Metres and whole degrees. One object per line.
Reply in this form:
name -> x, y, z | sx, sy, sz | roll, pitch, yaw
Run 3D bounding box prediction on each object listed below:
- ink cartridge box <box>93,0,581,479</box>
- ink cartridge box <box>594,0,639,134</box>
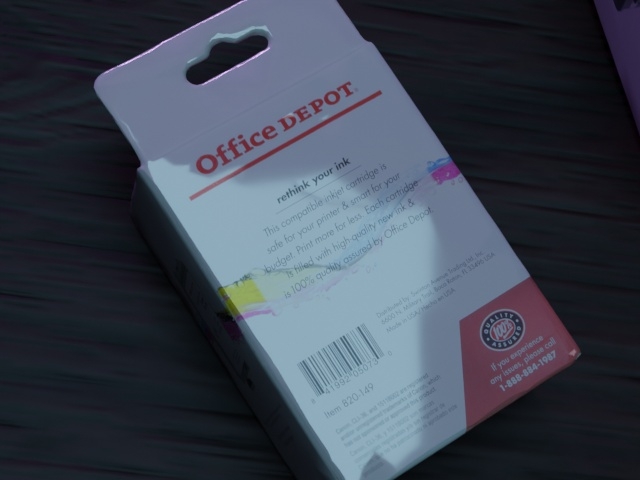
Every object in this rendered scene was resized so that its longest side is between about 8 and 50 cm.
ink cartridge box -> 0.000, 0.000, 0.618 | 0.115, 0.067, 0.198 | -30, 81, -18
ink cartridge box -> 0.225, -0.188, 0.689 | 0.211, 0.121, 0.289 | -13, 75, -13
